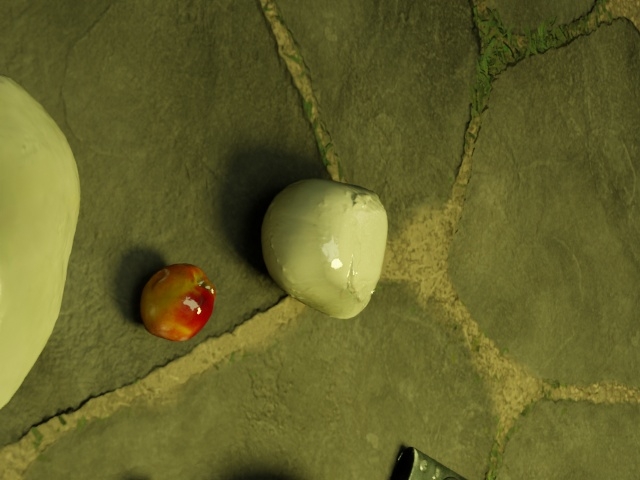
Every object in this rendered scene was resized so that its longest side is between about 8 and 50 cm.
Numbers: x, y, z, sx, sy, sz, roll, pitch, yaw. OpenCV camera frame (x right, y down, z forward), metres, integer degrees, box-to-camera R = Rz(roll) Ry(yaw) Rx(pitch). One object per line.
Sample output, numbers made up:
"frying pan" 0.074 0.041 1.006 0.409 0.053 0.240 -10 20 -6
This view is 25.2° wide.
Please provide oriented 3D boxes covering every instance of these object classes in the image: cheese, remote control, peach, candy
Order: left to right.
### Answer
"candy" -0.434 0.013 1.649 0.386 0.186 0.426 3 91 -46
"peach" -0.194 0.084 1.922 0.101 0.101 0.100 2 88 -42
"cheese" 0.000 0.000 2.055 0.189 0.154 0.198 30 63 -57
"remote control" 0.249 0.456 2.347 0.377 0.044 0.107 36 62 -37
